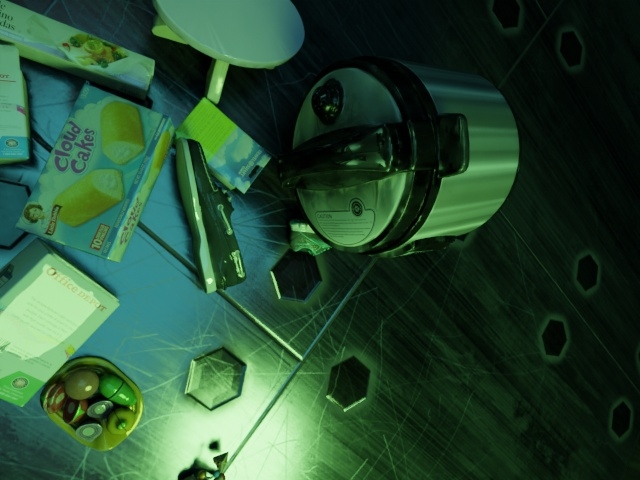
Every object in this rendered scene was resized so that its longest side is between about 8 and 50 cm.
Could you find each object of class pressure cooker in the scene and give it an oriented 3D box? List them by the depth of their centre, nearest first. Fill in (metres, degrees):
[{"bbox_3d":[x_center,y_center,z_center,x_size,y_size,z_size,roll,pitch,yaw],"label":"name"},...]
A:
[{"bbox_3d":[0.131,-0.162,0.834,0.420,0.370,0.376,-10,55,-38],"label":"pressure cooker"}]

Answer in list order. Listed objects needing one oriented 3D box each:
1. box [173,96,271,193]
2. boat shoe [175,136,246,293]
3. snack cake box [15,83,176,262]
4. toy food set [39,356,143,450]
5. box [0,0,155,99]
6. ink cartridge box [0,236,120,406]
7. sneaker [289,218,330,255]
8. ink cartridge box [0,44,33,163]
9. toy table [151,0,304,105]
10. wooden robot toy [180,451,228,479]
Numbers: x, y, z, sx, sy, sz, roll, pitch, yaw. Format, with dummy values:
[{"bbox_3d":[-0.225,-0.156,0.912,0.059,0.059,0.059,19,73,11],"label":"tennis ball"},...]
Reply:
[{"bbox_3d":[-0.202,-0.190,0.865,0.178,0.042,0.109,40,73,-21],"label":"box"},{"bbox_3d":[-0.214,-0.051,0.825,0.091,0.114,0.303,-14,107,-26],"label":"boat shoe"},{"bbox_3d":[-0.376,-0.112,0.729,0.152,0.089,0.265,20,79,-9],"label":"snack cake box"},{"bbox_3d":[-0.408,0.279,0.735,0.128,0.071,0.218,-47,108,-20],"label":"toy food set"},{"bbox_3d":[-0.459,-0.337,0.725,0.323,0.067,0.063,15,82,-25],"label":"box"},{"bbox_3d":[-0.463,0.127,0.672,0.212,0.093,0.154,-50,135,-17],"label":"ink cartridge box"},{"bbox_3d":[0.000,0.000,0.964,0.166,0.065,0.076,10,101,-23],"label":"sneaker"},{"bbox_3d":[-0.538,-0.219,0.684,0.104,0.061,0.182,-4,91,-27],"label":"ink cartridge box"},{"bbox_3d":[-0.186,-0.408,0.812,0.274,0.160,0.253,20,80,-26],"label":"toy table"},{"bbox_3d":[-0.241,0.497,0.833,0.078,0.076,0.174,15,81,10],"label":"wooden robot toy"}]
